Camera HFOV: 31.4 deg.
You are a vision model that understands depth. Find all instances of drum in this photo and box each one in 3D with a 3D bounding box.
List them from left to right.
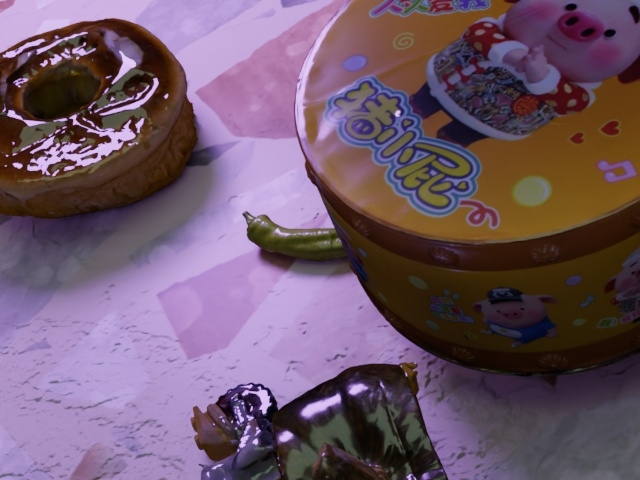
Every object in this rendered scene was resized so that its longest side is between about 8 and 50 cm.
[{"bbox_3d":[0.195,-0.100,1.090,0.431,0.214,0.431,-10,52,13],"label":"drum"}]

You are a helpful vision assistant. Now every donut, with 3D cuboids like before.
[{"bbox_3d":[-0.324,-0.154,1.493,0.330,0.160,0.330,-4,56,6],"label":"donut"}]

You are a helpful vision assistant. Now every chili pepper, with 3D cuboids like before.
[{"bbox_3d":[0.000,0.001,1.306,0.208,0.043,0.049,7,27,19],"label":"chili pepper"}]

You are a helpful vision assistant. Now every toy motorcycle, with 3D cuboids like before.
[{"bbox_3d":[-0.087,0.229,1.097,0.130,0.094,0.229,-26,37,2],"label":"toy motorcycle"}]

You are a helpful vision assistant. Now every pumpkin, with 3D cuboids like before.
[{"bbox_3d":[0.054,0.242,0.941,0.139,0.221,0.317,-18,47,3],"label":"pumpkin"}]
